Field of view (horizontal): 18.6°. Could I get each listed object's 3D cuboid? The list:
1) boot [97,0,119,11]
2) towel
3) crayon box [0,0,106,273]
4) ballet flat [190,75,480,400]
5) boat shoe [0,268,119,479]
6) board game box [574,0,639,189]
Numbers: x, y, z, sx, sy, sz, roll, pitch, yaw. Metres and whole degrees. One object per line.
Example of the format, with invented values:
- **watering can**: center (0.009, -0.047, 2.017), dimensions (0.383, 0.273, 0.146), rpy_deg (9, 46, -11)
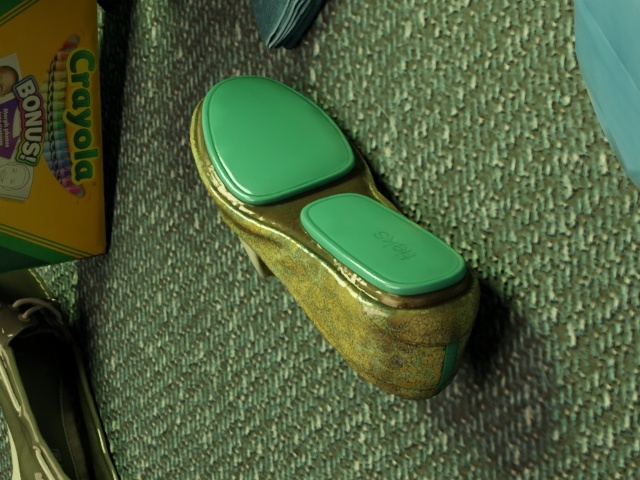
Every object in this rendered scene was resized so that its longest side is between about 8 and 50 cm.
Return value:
- **boot**: center (-0.179, -0.247, 1.745), dimensions (0.099, 0.045, 0.121), rpy_deg (-62, 39, 42)
- **towel**: center (-0.018, -0.204, 1.489), dimensions (0.119, 0.029, 0.067), rpy_deg (-56, 45, 45)
- **crayon box**: center (-0.289, -0.113, 1.784), dimensions (0.081, 0.165, 0.278), rpy_deg (34, 129, 56)
- **ballet flat**: center (0.000, 0.000, 1.401), dimensions (0.348, 0.123, 0.123), rpy_deg (45, 129, 49)
- **boat shoe**: center (-0.257, 0.139, 1.856), dimensions (0.095, 0.112, 0.335), rpy_deg (-30, 71, 37)
- **board game box**: center (0.185, -0.107, 1.117), dimensions (0.168, 0.033, 0.133), rpy_deg (80, 170, -48)
